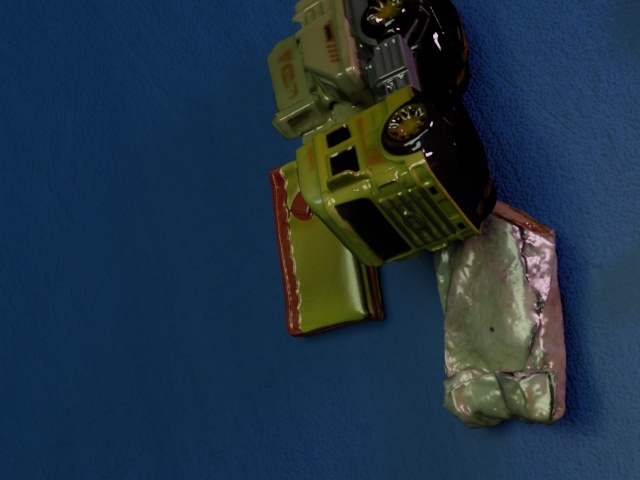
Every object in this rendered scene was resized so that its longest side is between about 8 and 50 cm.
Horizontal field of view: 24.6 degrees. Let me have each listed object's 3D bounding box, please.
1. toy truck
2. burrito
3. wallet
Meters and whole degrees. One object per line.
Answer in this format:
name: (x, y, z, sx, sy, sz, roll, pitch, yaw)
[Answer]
toy truck: (0.064, -0.161, 1.796, 0.254, 0.180, 0.405, -27, 46, 20)
burrito: (0.215, 0.062, 1.766, 0.175, 0.107, 0.348, -17, 69, 30)
wallet: (0.000, 0.000, 1.934, 0.141, 0.067, 0.241, -16, 73, 30)
